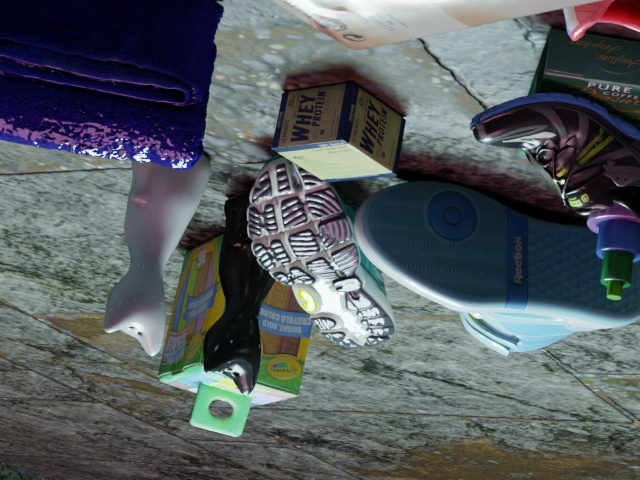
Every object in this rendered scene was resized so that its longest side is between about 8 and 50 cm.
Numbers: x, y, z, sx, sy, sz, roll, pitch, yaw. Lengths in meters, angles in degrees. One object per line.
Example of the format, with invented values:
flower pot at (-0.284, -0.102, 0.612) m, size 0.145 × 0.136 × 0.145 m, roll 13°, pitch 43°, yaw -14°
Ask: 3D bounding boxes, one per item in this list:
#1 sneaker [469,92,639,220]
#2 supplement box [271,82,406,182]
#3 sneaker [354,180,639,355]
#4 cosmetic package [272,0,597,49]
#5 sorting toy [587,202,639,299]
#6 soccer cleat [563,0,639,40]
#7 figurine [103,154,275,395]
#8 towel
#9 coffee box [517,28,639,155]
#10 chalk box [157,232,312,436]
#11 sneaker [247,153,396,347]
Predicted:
sneaker at (0.204, -0.063, 1.310) m, size 0.188 × 0.078 × 0.067 m, roll 19°, pitch 160°, yaw -24°
supplement box at (0.017, -0.095, 1.487) m, size 0.083 × 0.056 × 0.083 m, roll -5°, pitch 157°, yaw 39°
sneaker at (0.156, 0.042, 1.718) m, size 0.319 × 0.127 × 0.208 m, roll 17°, pitch 160°, yaw -16°
cosmetic package at (0.103, -0.215, 0.926) m, size 0.296 × 0.153 × 0.129 m, roll -5°, pitch 159°, yaw 42°
sorting toy at (0.412, 0.014, 1.494) m, size 0.365 × 0.126 × 0.127 m, roll 0°, pitch 159°, yaw 28°
soccer cleat at (0.300, -0.148, 1.073) m, size 0.318 × 0.116 × 0.108 m, roll 14°, pitch 161°, yaw -11°
figurine at (-0.126, 0.031, 1.698) m, size 0.215 × 0.209 × 0.092 m, roll 26°, pitch 156°, yaw -39°
towel at (-0.226, -0.158, 1.235) m, size 0.308 × 0.228 × 0.076 m, roll 12°, pitch 124°, yaw -8°
coffee box at (0.226, -0.110, 1.354) m, size 0.113 × 0.040 × 0.184 m, roll 9°, pitch 163°, yaw 4°
chalk box at (-0.097, 0.117, 1.938) m, size 0.132 × 0.213 × 0.132 m, roll 18°, pitch 160°, yaw -24°
sneaker at (0.000, 0.000, 1.711) m, size 0.107 × 0.110 × 0.275 m, roll -11°, pitch 139°, yaw 15°
